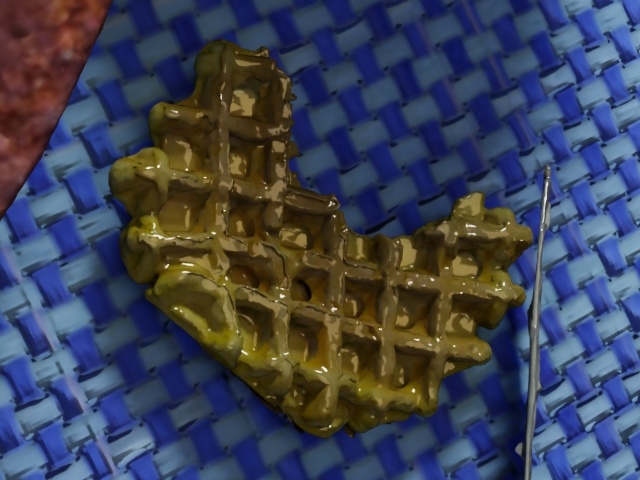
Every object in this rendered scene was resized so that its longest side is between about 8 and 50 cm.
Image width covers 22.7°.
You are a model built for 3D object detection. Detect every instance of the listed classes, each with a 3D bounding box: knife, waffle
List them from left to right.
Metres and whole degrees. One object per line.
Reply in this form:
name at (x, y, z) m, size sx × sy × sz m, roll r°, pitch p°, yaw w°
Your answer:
waffle at (-0.001, 0.001, 0.722) m, size 0.194 × 0.051 × 0.149 m, roll 43°, pitch 70°, yaw -12°
knife at (0.099, 0.112, 0.753) m, size 0.017 × 0.047 × 0.298 m, roll 0°, pitch 88°, yaw 14°

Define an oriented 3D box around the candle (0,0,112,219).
candle at (-0.182, -0.104, 0.546) m, size 0.287 × 0.131 × 0.317 m, roll -24°, pitch 123°, yaw -18°
